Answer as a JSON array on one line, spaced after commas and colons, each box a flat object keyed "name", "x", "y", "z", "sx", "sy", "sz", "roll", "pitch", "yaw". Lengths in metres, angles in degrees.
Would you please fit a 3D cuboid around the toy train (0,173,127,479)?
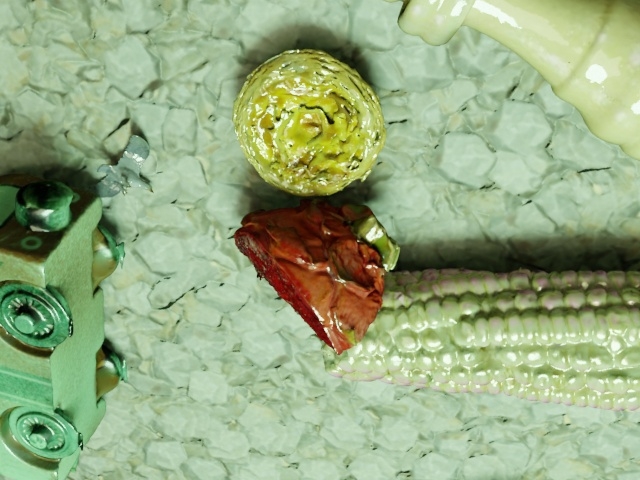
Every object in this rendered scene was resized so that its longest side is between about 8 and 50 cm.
[{"name": "toy train", "x": -0.271, "y": 0.079, "z": 0.940, "sx": 0.159, "sy": 0.129, "sz": 0.326, "roll": 13, "pitch": 128, "yaw": 6}]

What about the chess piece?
[{"name": "chess piece", "x": 0.087, "y": -0.189, "z": 0.721, "sx": 0.397, "sy": 0.117, "sz": 0.117, "roll": 25, "pitch": 124, "yaw": -6}]

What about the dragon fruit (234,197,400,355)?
[{"name": "dragon fruit", "x": 0.000, "y": 0.000, "z": 0.844, "sx": 0.106, "sy": 0.162, "sz": 0.083, "roll": -35, "pitch": 138, "yaw": -13}]

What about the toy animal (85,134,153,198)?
[{"name": "toy animal", "x": -0.168, "y": -0.054, "z": 0.895, "sx": 0.050, "sy": 0.028, "sz": 0.084, "roll": 44, "pitch": 120, "yaw": -9}]

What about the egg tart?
[{"name": "egg tart", "x": -0.008, "y": -0.098, "z": 0.830, "sx": 0.129, "sy": 0.049, "sz": 0.128, "roll": 7, "pitch": 122, "yaw": 11}]

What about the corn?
[{"name": "corn", "x": 0.158, "y": 0.076, "z": 0.884, "sx": 0.335, "sy": 0.126, "sz": 0.126, "roll": 5, "pitch": 124, "yaw": 10}]
